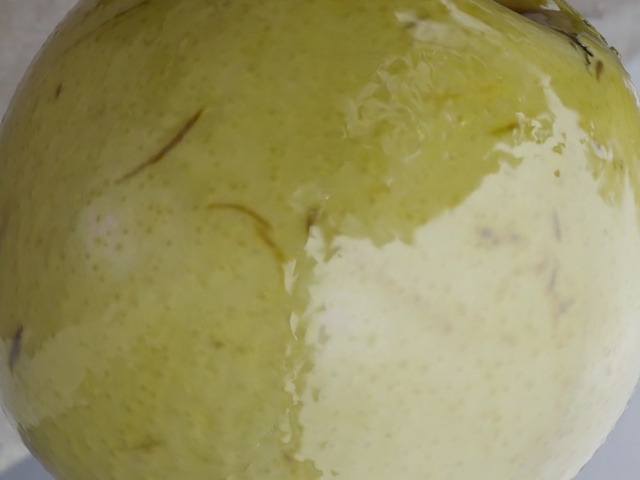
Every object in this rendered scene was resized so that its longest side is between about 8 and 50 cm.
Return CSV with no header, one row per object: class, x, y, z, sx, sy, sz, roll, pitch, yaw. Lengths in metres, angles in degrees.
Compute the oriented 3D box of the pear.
pear,0.000,0.000,0.883,0.348,0.348,0.348,7,90,-76
